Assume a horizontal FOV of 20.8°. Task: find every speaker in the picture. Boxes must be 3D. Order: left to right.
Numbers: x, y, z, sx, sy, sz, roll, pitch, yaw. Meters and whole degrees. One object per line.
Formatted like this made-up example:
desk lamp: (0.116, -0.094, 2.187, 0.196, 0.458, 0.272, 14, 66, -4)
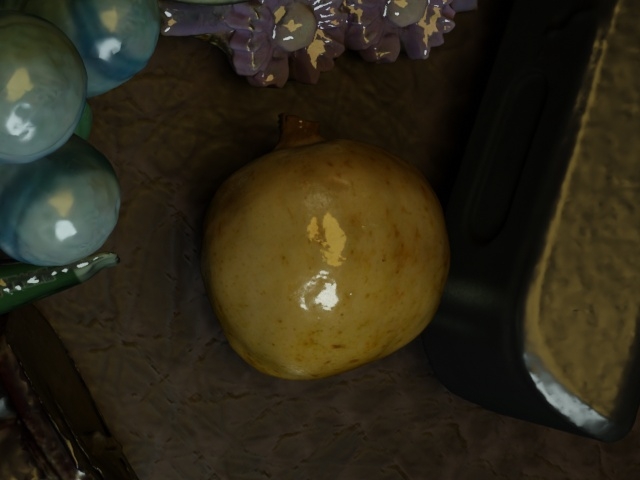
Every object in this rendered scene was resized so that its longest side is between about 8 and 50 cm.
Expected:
speaker: (0.165, -0.064, 1.305, 0.184, 0.180, 0.388, 19, 85, -34)

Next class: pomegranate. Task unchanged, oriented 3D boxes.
pomegranate: (0.000, 0.000, 1.269, 0.196, 0.196, 0.196, -1, 93, -20)

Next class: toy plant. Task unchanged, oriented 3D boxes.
toy plant: (-0.222, -0.099, 1.094, 0.247, 0.332, 0.247, -1, 93, -23)

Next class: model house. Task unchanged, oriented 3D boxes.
model house: (-0.238, 0.153, 1.225, 0.164, 0.141, 0.203, -30, 81, 5)

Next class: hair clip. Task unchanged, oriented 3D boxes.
hair clip: (0.006, -0.174, 1.317, 0.292, 0.084, 0.106, -11, 114, -24)

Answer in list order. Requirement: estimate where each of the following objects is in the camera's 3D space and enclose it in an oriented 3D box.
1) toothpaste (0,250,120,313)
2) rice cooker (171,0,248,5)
toothpaste: (-0.326, 0.056, 1.165, 0.392, 0.099, 0.061, -15, 88, -5)
rice cooker: (-0.074, -0.310, 1.165, 0.264, 0.316, 0.317, 25, 84, -21)
